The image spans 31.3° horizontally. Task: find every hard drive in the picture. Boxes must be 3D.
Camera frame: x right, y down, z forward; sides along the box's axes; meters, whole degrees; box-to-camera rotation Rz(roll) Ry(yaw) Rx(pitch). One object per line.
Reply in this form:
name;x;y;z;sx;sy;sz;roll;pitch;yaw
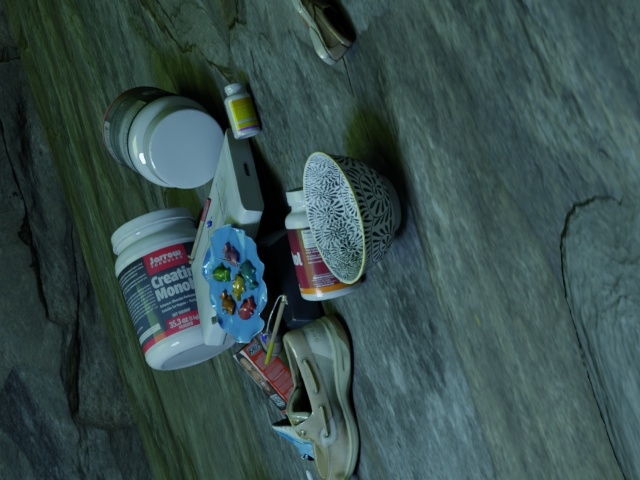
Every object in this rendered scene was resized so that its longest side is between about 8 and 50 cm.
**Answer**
hard drive;-0.078;0.076;1.856;0.255;0.054;0.171;-26;81;69
hard drive;-0.158;-0.003;1.890;0.203;0.040;0.307;-105;26;-44

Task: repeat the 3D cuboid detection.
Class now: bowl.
bowl;0.049;-0.037;1.424;0.170;0.080;0.170;48;146;48

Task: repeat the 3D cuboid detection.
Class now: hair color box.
hair color box;-0.079;0.229;1.913;0.141;0.043;0.072;50;158;0

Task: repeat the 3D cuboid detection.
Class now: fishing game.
fishing game;-0.140;0.068;1.759;0.264;0.041;0.189;52;137;35

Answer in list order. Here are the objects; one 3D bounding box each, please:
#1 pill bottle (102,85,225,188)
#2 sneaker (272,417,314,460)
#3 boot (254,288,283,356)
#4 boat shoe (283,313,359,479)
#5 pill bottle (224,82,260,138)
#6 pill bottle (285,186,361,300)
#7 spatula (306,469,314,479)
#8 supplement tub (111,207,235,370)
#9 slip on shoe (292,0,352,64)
pill bottle;-0.276;-0.182;2.022;0.283;0.161;0.161;27;129;62
sneaker;-0.032;0.336;1.914;0.162;0.063;0.073;8;115;67
boot;-0.093;0.128;1.799;0.118;0.042;0.087;66;158;19
boat shoe;-0.007;0.254;1.742;0.109;0.098;0.302;-134;34;-51
pill bottle;-0.125;-0.204;1.791;0.043;0.043;0.083;-20;86;69
pill bottle;0.000;0.000;1.564;0.086;0.086;0.151;-174;70;-68
spatula;0.030;0.486;1.815;0.168;0.019;0.242;-177;65;-77
supplement tub;-0.279;0.094;2.180;0.272;0.191;0.191;68;158;15
slip on shoe;0.002;-0.281;1.431;0.041;0.051;0.135;-37;54;25
